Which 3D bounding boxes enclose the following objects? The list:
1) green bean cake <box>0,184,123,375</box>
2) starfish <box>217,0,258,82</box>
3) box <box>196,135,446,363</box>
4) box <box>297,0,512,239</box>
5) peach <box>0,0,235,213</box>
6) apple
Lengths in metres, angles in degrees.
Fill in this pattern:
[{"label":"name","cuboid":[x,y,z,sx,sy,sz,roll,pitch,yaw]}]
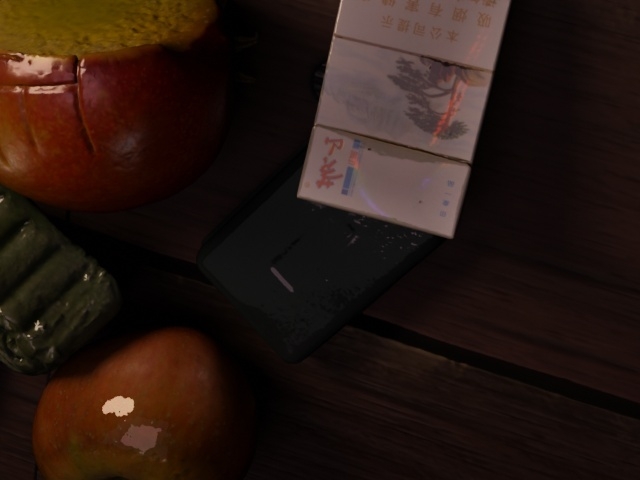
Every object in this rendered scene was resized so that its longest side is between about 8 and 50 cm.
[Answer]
[{"label":"green bean cake","cuboid":[-0.318,0.024,1.427,0.125,0.222,0.227,-42,97,-17]},{"label":"starfish","cuboid":[-0.095,-0.184,1.372,0.078,0.028,0.091,-38,91,32]},{"label":"box","cuboid":[0.000,0.000,1.396,0.160,0.050,0.230,47,116,-1]},{"label":"box","cuboid":[0.077,-0.133,1.279,0.149,0.067,0.233,14,102,9]},{"label":"peach","cuboid":[-0.192,-0.140,1.304,0.274,0.249,0.245,11,152,36]},{"label":"apple","cuboid":[-0.175,0.180,1.450,0.234,0.173,0.210,0,149,11]}]
